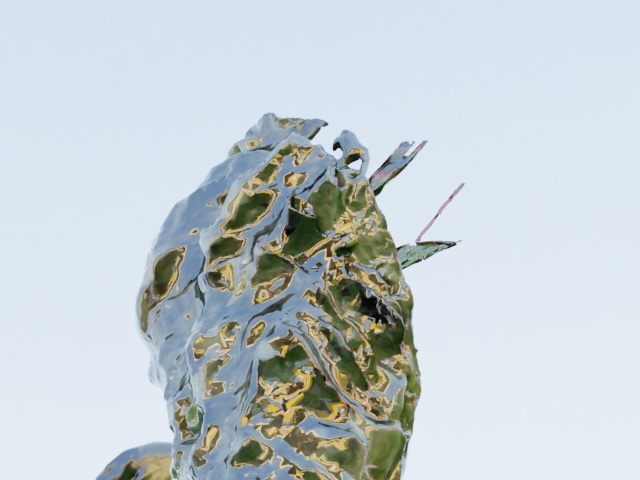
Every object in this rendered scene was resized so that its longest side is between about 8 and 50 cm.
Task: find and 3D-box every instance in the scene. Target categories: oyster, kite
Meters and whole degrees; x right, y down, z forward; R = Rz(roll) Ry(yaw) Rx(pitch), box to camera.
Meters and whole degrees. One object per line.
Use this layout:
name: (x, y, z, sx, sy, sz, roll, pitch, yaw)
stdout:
oyster: (-0.022, 0.052, 0.593, 0.087, 0.199, 0.252, 18, -120, -20)
kite: (0.000, 0.000, 0.930, 0.198, 0.244, 0.006, -4, -61, 31)

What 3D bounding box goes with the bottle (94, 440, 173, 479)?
bottle: (-0.049, 0.285, 1.311, 0.168, 0.168, 0.347, -49, -53, 2)
